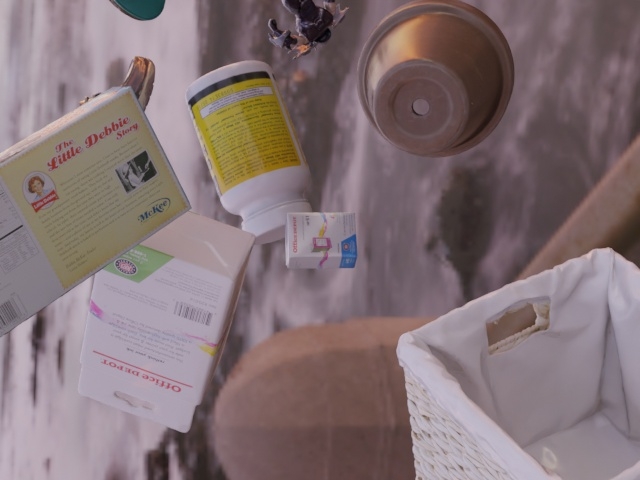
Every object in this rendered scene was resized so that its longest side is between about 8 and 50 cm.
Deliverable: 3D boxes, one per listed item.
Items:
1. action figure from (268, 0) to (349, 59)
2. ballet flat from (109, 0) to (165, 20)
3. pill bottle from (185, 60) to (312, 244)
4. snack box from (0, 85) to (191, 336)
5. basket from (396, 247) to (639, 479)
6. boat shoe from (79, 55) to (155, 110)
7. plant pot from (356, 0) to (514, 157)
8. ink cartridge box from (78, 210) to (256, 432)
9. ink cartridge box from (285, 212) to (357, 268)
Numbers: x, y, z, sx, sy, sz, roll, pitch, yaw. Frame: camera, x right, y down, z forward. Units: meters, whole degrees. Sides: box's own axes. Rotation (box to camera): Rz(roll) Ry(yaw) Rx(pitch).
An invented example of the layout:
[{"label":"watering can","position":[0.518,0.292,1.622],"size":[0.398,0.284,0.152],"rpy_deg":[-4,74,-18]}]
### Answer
[{"label":"action figure","position":[-0.042,-0.499,2.493],"size":[0.099,0.285,0.185],"rpy_deg":[24,70,35]},{"label":"ballet flat","position":[-0.415,-0.536,2.214],"size":[0.116,0.342,0.124],"rpy_deg":[-51,51,0]},{"label":"pill bottle","position":[-0.132,-0.170,2.377],"size":[0.334,0.188,0.188],"rpy_deg":[70,158,10]},{"label":"snack box","position":[-0.335,-0.040,1.524],"size":[0.060,0.322,0.187],"rpy_deg":[8,128,54]},{"label":"basket","position":[0.311,0.231,1.390],"size":[0.331,0.328,0.266],"rpy_deg":[41,146,49]},{"label":"boat shoe","position":[-0.432,-0.244,2.418],"size":[0.132,0.130,0.355],"rpy_deg":[129,160,-54]},{"label":"plant pot","position":[0.170,-0.237,1.906],"size":[0.229,0.263,0.263],"rpy_deg":[-59,-19,-65]},{"label":"ink cartridge box","position":[-0.244,0.118,1.847],"size":[0.119,0.207,0.353],"rpy_deg":[-69,-1,-51]},{"label":"ink cartridge box","position":[0.000,0.000,2.106],"size":[0.052,0.122,0.089],"rpy_deg":[99,169,-66]}]
